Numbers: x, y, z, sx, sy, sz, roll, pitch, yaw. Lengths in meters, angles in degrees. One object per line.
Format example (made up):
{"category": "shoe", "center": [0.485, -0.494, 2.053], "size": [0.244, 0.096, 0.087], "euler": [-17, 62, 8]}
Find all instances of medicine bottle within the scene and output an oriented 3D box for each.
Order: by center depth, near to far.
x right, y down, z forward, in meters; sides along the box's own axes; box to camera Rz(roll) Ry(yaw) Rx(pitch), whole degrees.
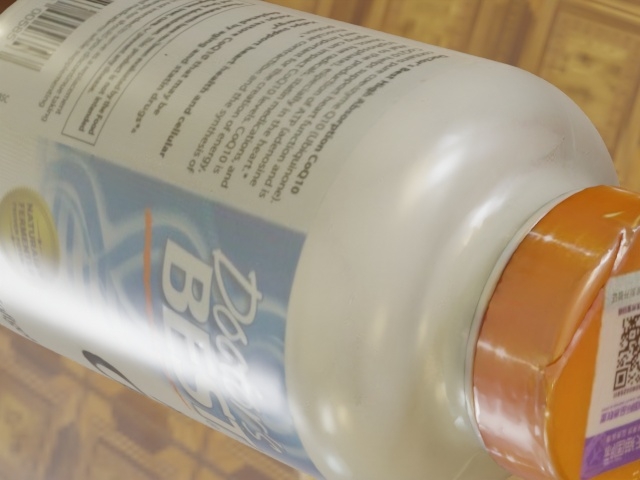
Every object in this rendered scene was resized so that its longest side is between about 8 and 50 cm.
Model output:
{"category": "medicine bottle", "center": [0.000, 0.000, 0.671], "size": [0.289, 0.157, 0.157], "euler": [21, 99, 42]}
